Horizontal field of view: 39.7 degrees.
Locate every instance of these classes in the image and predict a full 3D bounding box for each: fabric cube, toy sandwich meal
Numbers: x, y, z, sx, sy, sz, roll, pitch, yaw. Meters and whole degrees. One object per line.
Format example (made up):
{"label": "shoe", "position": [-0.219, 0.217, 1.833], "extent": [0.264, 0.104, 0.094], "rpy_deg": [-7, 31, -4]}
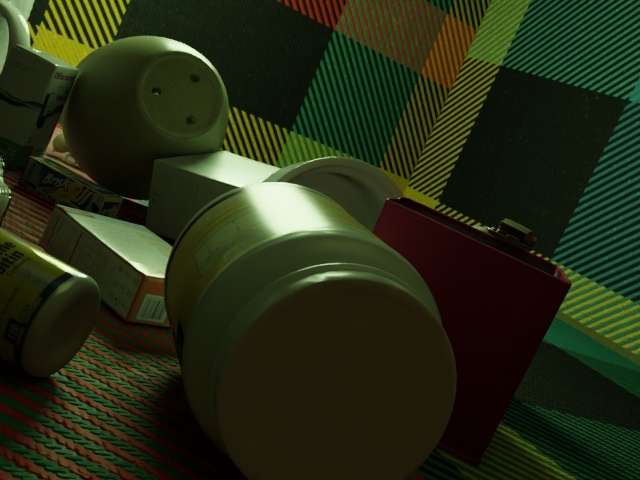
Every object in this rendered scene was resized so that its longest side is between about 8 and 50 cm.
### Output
{"label": "fabric cube", "position": [0.167, 0.108, 1.220], "extent": [0.254, 0.258, 0.259], "rpy_deg": [25, 8, 10]}
{"label": "toy sandwich meal", "position": [0.281, -0.010, 1.290], "extent": [0.085, 0.029, 0.085], "rpy_deg": [23, 8, -3]}

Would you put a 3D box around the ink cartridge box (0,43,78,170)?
{"label": "ink cartridge box", "position": [-0.539, -0.243, 1.631], "extent": [0.087, 0.208, 0.153], "rpy_deg": [24, 8, -2]}

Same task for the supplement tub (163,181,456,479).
{"label": "supplement tub", "position": [-0.023, 0.085, 0.870], "extent": [0.241, 0.241, 0.331], "rpy_deg": [21, 8, -18]}

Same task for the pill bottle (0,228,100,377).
{"label": "pill bottle", "position": [-0.305, 0.042, 0.817], "extent": [0.184, 0.103, 0.103], "rpy_deg": [26, 8, 13]}

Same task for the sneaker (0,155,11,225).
{"label": "sneaker", "position": [-0.480, -0.079, 1.192], "extent": [0.094, 0.081, 0.208], "rpy_deg": [16, 11, -33]}

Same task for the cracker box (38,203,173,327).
{"label": "cracker box", "position": [-0.243, 0.037, 1.166], "extent": [0.232, 0.067, 0.156], "rpy_deg": [32, 10, 40]}

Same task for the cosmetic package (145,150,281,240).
{"label": "cosmetic package", "position": [-0.154, -0.064, 1.608], "extent": [0.225, 0.138, 0.224], "rpy_deg": [17, 17, 26]}

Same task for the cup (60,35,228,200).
{"label": "cup", "position": [-0.309, -0.253, 1.710], "extent": [0.331, 0.331, 0.237], "rpy_deg": [20, -13, -26]}

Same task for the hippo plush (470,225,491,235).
{"label": "hippo plush", "position": [0.204, 0.088, 1.510], "extent": [0.294, 0.234, 0.236], "rpy_deg": [50, 18, -7]}

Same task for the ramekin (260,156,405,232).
{"label": "ramekin", "position": [0.000, 0.000, 1.428], "extent": [0.277, 0.277, 0.135], "rpy_deg": [21, 0, -23]}

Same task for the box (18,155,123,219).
{"label": "box", "position": [-0.420, -0.084, 1.493], "extent": [0.169, 0.054, 0.059], "rpy_deg": [27, 9, 18]}

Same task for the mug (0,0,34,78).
{"label": "mug", "position": [-0.706, -0.398, 1.728], "extent": [0.374, 0.328, 0.276], "rpy_deg": [29, 9, 27]}

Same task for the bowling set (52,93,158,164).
{"label": "bowling set", "position": [-0.484, -0.233, 2.001], "extent": [0.154, 0.287, 0.200], "rpy_deg": [33, -32, 6]}
